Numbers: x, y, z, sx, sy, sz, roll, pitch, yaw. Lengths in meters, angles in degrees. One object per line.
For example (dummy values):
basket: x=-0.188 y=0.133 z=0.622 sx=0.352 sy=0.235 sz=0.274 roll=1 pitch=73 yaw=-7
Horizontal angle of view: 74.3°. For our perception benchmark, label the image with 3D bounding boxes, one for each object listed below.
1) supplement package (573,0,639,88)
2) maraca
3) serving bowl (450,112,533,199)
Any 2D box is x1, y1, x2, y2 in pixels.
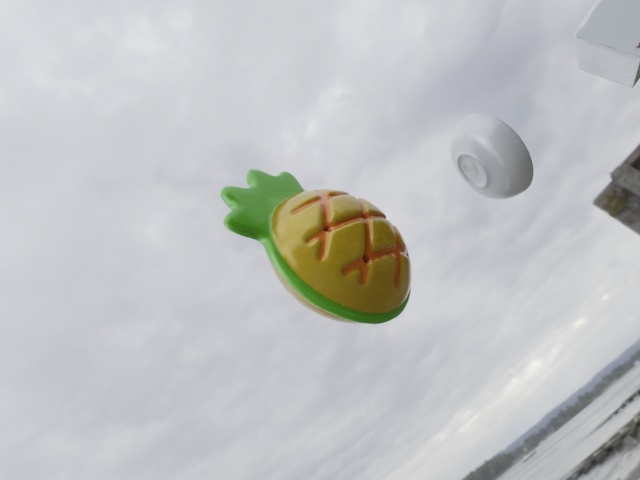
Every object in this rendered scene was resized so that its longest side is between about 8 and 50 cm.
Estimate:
supplement package: x=0.501 y=-0.340 z=0.695 sx=0.179 sy=0.105 sz=0.105 roll=-6 pitch=-52 yaw=-57
maraca: x=0.000 y=0.000 z=0.370 sx=0.099 sy=0.185 sz=0.127 roll=-57 pitch=-4 yaw=36
serving bowl: x=0.143 y=-0.068 z=0.372 sx=0.027 sy=0.083 sz=0.083 roll=-35 pitch=-35 yaw=-9
